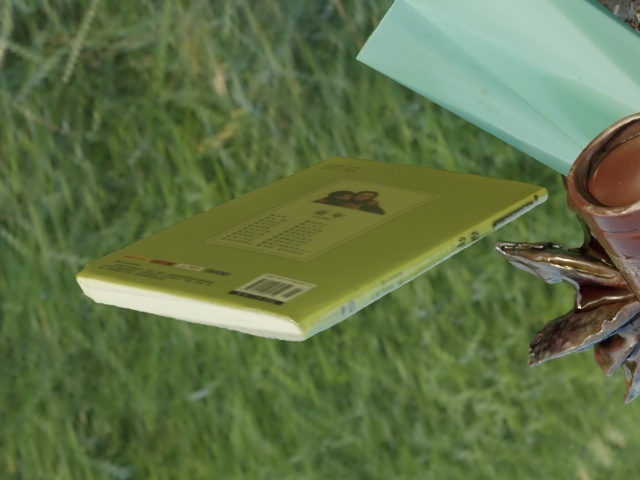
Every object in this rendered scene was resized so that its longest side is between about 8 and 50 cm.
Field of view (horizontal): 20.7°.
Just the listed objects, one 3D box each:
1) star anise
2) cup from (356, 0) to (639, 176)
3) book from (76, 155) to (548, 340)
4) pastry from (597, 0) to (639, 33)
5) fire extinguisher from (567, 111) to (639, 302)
[{"bbox_3d":[0.282,0.037,1.454,0.282,0.212,0.129,6,-179,2],"label":"star anise"},{"bbox_3d":[0.164,-0.134,1.288,0.235,0.134,0.148,31,143,-2],"label":"cup"},{"bbox_3d":[0.000,0.000,1.461,0.239,0.035,0.352,9,-157,38],"label":"book"},{"bbox_3d":[0.254,-0.197,1.487,0.236,0.121,0.257,3,107,-20],"label":"pastry"},{"bbox_3d":[0.266,0.032,1.179,0.105,0.105,0.269,-29,125,16],"label":"fire extinguisher"}]
